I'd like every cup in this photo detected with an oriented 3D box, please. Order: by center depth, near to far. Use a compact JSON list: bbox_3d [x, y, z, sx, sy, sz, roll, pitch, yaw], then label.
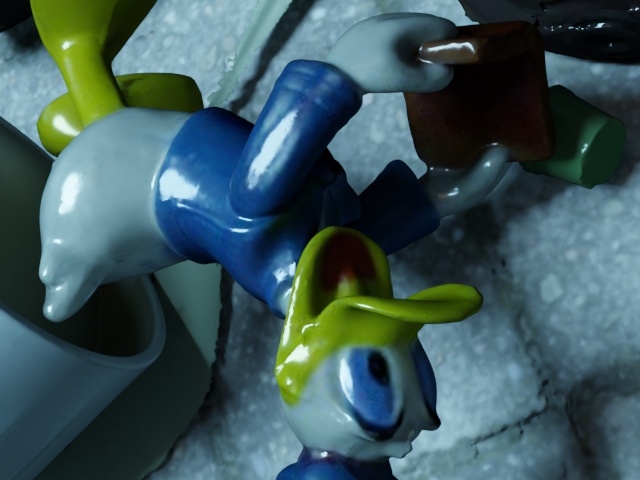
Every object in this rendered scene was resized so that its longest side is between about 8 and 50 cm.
[{"bbox_3d":[-0.311,0.069,0.760,0.327,0.323,0.237,-42,34,13],"label":"cup"}]

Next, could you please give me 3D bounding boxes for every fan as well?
[{"bbox_3d":[-0.111,-0.014,0.859,0.233,0.012,0.414,38,97,29],"label":"fan"}]

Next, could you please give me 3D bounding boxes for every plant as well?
[{"bbox_3d":[0.116,-0.065,0.736,0.102,0.051,0.051,27,89,37],"label":"plant"}]

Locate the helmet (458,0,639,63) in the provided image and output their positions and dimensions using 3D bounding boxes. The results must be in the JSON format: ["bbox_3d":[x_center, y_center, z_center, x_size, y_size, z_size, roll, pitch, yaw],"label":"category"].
[{"bbox_3d":[0.166,-0.225,0.684,0.305,0.177,0.225,-9,73,24],"label":"helmet"}]

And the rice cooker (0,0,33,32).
[{"bbox_3d":[-0.234,-0.275,0.864,0.224,0.267,0.267,-36,62,13],"label":"rice cooker"}]

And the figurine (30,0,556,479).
[{"bbox_3d":[0.000,0.000,0.681,0.283,0.204,0.338,-21,61,4],"label":"figurine"}]
